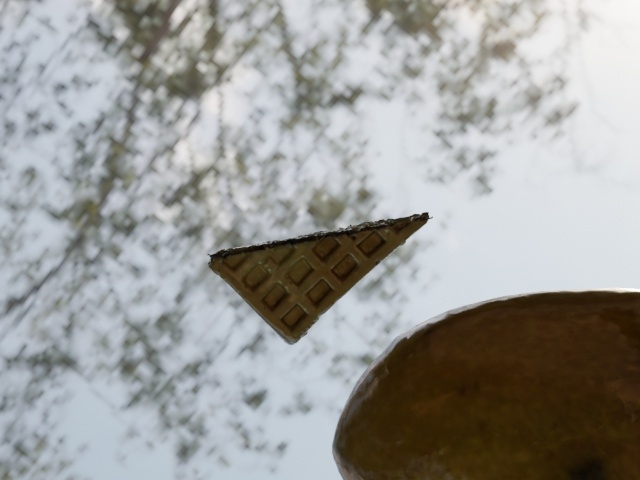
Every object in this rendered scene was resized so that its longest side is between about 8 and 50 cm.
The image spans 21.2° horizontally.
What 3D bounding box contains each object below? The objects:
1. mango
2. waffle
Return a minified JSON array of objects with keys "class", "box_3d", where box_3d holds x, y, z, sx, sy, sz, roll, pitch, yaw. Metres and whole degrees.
[{"class":"mango","box_3d":[0.116,0.114,0.459,0.262,0.157,0.109,43,-160,-23]},{"class":"waffle","box_3d":[0.000,0.000,1.299,0.097,0.152,0.023,48,-178,-9]}]
